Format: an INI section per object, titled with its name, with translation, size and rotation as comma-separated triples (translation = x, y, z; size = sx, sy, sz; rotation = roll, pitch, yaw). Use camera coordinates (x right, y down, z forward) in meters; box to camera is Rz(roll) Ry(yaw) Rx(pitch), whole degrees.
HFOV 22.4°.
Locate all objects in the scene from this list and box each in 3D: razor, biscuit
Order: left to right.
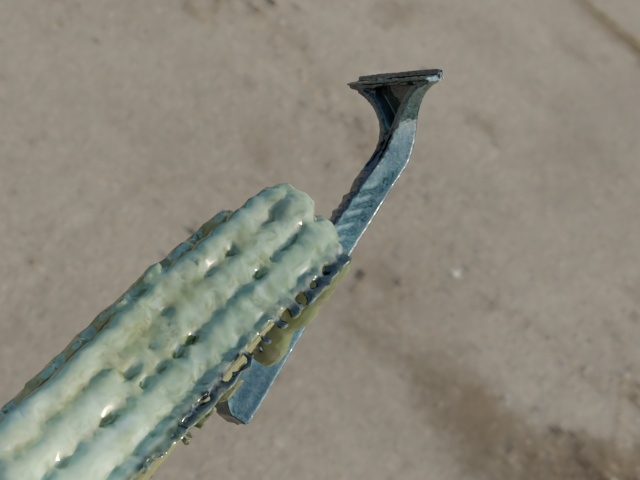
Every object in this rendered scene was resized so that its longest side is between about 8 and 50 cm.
[biscuit]
translation = -0.090, 0.086, 0.536
size = 0.052, 0.252, 0.150
rotation = 42, 50, 3
[razor]
translation = 0.004, 0.003, 0.761
size = 0.033, 0.190, 0.066
rotation = 39, -21, -30
